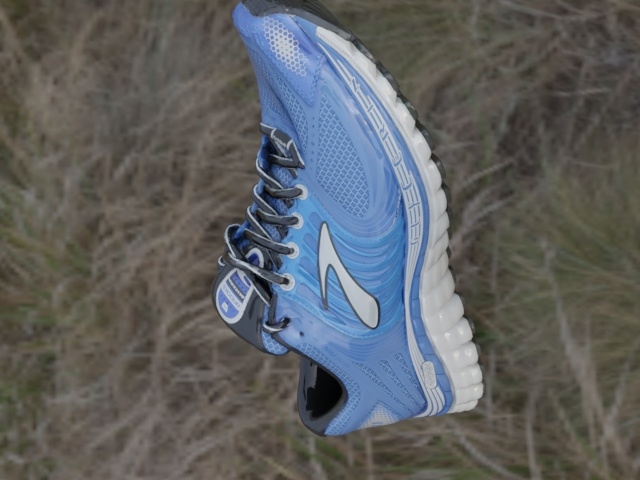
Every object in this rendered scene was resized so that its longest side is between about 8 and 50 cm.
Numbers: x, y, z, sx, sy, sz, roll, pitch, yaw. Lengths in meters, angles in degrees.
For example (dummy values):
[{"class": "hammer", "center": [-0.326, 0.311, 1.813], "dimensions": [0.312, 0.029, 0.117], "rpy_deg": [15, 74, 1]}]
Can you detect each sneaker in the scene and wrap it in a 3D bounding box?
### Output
[{"class": "sneaker", "center": [0.000, 0.000, 0.936], "dimensions": [0.130, 0.147, 0.330], "rpy_deg": [-126, 16, -57]}]
